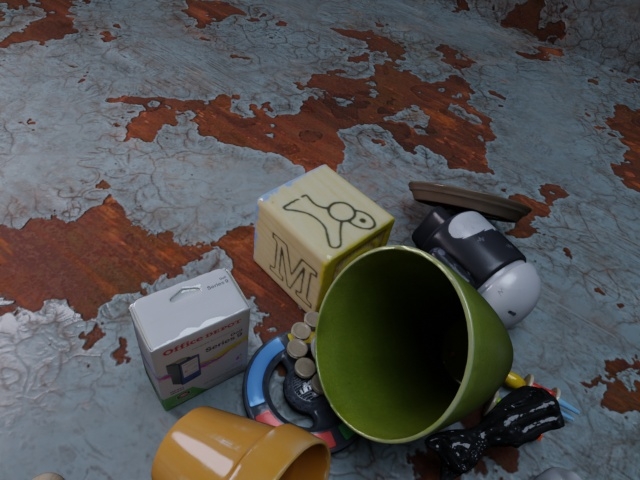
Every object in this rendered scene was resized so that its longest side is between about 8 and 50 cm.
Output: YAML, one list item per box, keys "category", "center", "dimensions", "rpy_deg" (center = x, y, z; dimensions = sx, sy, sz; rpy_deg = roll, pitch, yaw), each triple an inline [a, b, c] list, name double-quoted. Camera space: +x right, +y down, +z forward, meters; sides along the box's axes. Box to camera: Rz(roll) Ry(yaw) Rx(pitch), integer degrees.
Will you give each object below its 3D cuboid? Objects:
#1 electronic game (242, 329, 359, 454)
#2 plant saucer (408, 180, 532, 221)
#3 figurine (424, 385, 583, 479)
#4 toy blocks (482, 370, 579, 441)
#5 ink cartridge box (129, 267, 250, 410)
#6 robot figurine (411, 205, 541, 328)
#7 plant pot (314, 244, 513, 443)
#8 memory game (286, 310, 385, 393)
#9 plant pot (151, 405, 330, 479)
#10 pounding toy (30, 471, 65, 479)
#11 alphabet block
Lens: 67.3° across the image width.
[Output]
- category: "electronic game"
  center: [-0.019, 0.253, 0.826]
  dimensions: [0.229, 0.048, 0.229]
  rpy_deg: [6, 47, -6]
- category: "plant saucer"
  center: [0.335, -0.085, 1.103]
  dimensions: [0.277, 0.041, 0.278]
  rpy_deg: [13, 3, -1]
- category: "figurine"
  center: [0.279, 0.359, 0.725]
  dimensions: [0.209, 0.092, 0.215]
  rpy_deg: [-16, 83, -16]
- category: "toy blocks"
  center: [0.377, 0.298, 0.854]
  dimensions: [0.148, 0.054, 0.123]
  rpy_deg: [27, 48, 14]
- category: "ink cartridge box"
  center: [-0.201, 0.159, 0.764]
  dimensions: [0.154, 0.213, 0.093]
  rpy_deg: [-22, 56, -28]
- category: "robot figurine"
  center: [0.313, 0.055, 0.987]
  dimensions: [0.209, 0.174, 0.278]
  rpy_deg: [-27, 57, -18]
- category: "plant pot"
  center: [0.190, 0.172, 0.781]
  dimensions: [0.293, 0.275, 0.275]
  rpy_deg: [17, 36, -43]
- category: "memory game"
  center: [0.030, 0.197, 0.855]
  dimensions: [0.186, 0.012, 0.186]
  rpy_deg: [11, 43, -11]
- category: "plant pot"
  center: [-0.118, 0.328, 0.656]
  dimensions: [0.187, 0.205, 0.205]
  rpy_deg: [18, 45, 28]
- category: "pounding toy"
  center: [-0.285, 0.412, 0.582]
  dimensions: [0.236, 0.110, 0.183]
  rpy_deg: [39, 8, -21]
- category: "alphabet block"
  center: [0.000, 0.000, 0.961]
  dimensions: [0.192, 0.194, 0.197]
  rpy_deg: [-32, 60, -31]
